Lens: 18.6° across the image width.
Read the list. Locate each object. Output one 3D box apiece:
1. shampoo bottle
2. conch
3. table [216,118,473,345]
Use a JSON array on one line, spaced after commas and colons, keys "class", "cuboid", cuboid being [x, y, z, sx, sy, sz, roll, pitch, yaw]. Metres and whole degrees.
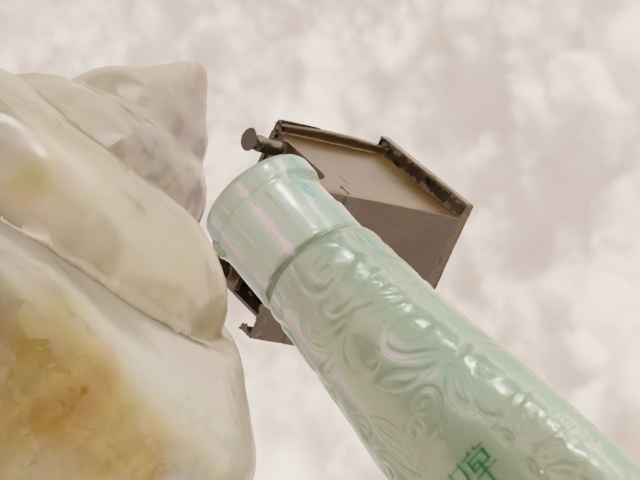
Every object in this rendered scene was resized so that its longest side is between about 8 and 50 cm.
[{"class": "shampoo bottle", "cuboid": [0.038, 0.051, 0.517, 0.190, 0.041, 0.069, 49, 134, 25]}, {"class": "conch", "cuboid": [-0.112, 0.045, 0.376, 0.255, 0.158, 0.127, -50, -7, -26]}, {"class": "table", "cuboid": [0.000, 0.000, 0.826, 0.070, 0.082, 0.083, 43, 114, 47]}]
